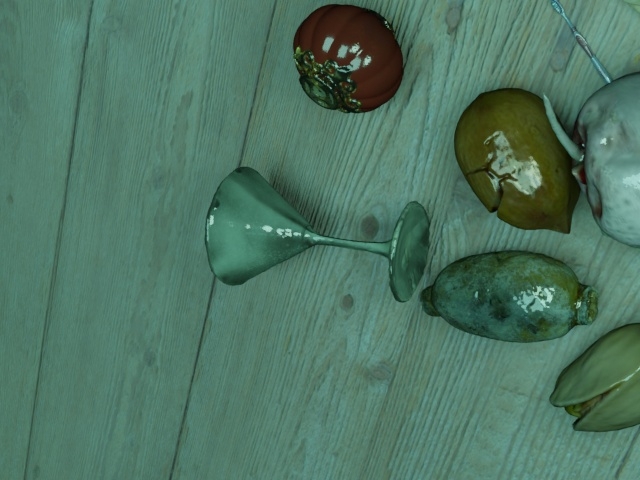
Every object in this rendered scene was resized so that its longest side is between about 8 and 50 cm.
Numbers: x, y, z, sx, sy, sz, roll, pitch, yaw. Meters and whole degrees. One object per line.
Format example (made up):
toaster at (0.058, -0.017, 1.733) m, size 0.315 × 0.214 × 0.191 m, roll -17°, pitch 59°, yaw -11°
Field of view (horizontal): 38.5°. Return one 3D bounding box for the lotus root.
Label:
lotus root at (0.342, 0.106, 1.748) m, size 0.350 × 0.175 × 0.174 m, roll -1°, pitch 103°, yaw 31°

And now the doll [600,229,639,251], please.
doll at (0.600, -0.015, 1.610) m, size 0.214 × 0.072 × 0.103 m, roll 21°, pitch 106°, yaw 33°

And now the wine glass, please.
wine glass at (0.000, 0.000, 1.881) m, size 0.406 × 0.267 × 0.267 m, roll 10°, pitch 109°, yaw 25°

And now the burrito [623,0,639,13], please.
burrito at (0.656, -0.334, 1.478) m, size 0.392 × 0.076 × 0.117 m, roll 37°, pitch 120°, yaw 17°

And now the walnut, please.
walnut at (0.359, -0.135, 1.647) m, size 0.203 × 0.203 × 0.297 m, roll -40°, pitch 74°, yaw 33°

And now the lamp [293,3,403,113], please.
lamp at (0.057, -0.354, 1.768) m, size 0.227 × 0.227 × 0.226 m, roll 9°, pitch 108°, yaw 29°

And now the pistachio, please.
pistachio at (0.538, 0.258, 1.649) m, size 0.166 × 0.197 × 0.288 m, roll 50°, pitch 134°, yaw 15°

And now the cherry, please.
cherry at (0.554, -0.134, 1.447) m, size 0.335 × 0.326 × 0.291 m, roll -1°, pitch 114°, yaw 34°

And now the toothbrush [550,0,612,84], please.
toothbrush at (0.466, -0.349, 1.627) m, size 0.013 × 0.019 × 0.193 m, roll -36°, pitch 86°, yaw 33°
